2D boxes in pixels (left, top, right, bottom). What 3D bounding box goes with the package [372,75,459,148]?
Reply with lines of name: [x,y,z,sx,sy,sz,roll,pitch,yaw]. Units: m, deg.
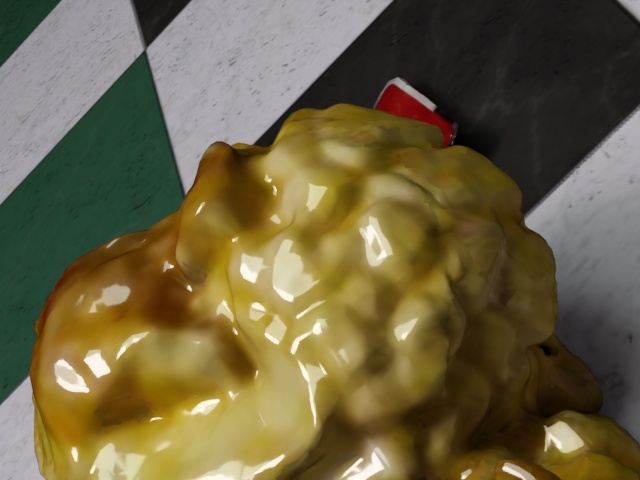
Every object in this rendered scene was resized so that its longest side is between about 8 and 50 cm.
package: [0.000,0.000,1.058,0.239,0.030,0.154,-49,26,7]

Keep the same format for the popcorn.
popcorn: [0.017,0.072,0.769,0.332,0.225,0.265,21,86,39]
